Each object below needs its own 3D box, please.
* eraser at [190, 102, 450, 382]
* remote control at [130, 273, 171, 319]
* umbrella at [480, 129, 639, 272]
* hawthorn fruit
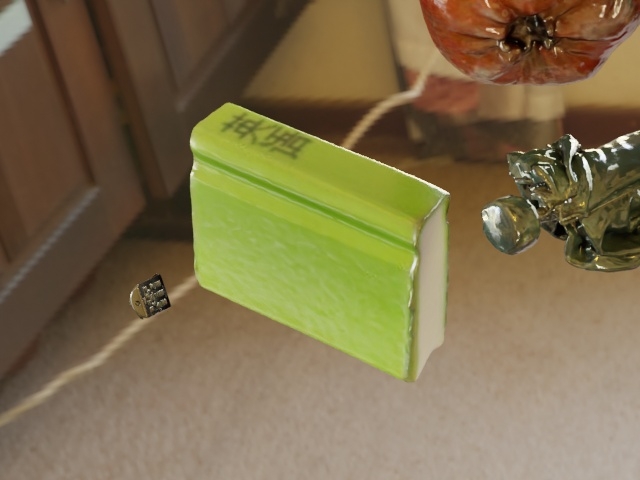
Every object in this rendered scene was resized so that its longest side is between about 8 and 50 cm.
[{"bbox_3d":[0.000,0.000,1.514,0.274,0.210,0.092,23,43,26],"label":"eraser"},{"bbox_3d":[-0.141,0.047,1.228,0.016,0.034,0.091,-17,2,6],"label":"remote control"},{"bbox_3d":[0.275,-0.044,1.384,0.349,0.094,0.143,-19,46,-39],"label":"umbrella"},{"bbox_3d":[0.210,-0.289,1.464,0.242,0.242,0.271,-4,51,16],"label":"hawthorn fruit"}]
